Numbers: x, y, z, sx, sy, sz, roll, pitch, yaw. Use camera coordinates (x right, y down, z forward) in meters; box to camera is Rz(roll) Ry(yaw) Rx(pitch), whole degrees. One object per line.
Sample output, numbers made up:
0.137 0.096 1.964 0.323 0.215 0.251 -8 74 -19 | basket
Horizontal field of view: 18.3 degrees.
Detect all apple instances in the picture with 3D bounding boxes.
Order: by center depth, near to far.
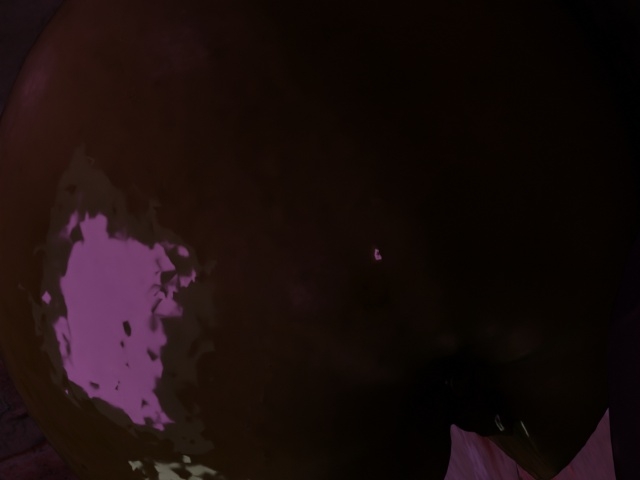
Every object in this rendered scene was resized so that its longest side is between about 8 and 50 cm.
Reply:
0.000 0.000 0.850 0.254 0.292 0.292 45 157 44 | apple

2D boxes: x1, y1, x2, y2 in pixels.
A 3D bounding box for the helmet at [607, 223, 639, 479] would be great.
0.156 0.047 0.342 0.305 0.177 0.225 -154 45 -80 | helmet
